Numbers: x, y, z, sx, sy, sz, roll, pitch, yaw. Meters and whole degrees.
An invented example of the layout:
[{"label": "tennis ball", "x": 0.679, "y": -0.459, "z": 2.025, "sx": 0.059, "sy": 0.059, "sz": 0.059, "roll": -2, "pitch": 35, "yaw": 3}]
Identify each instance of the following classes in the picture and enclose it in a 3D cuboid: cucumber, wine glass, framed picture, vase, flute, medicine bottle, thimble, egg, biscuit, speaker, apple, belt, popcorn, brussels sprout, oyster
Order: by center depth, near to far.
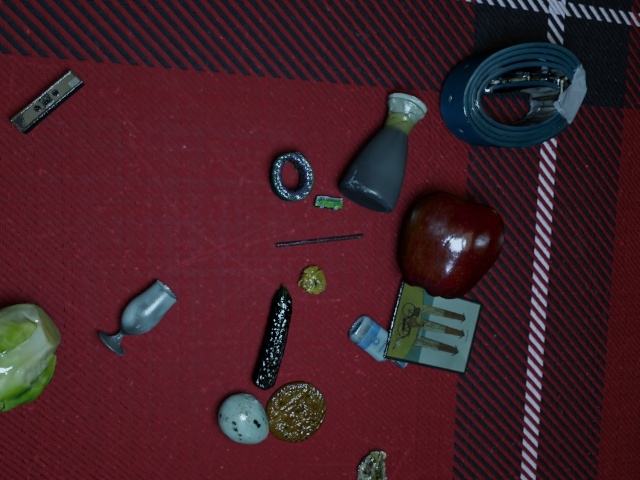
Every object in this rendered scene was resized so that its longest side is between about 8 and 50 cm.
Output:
[{"label": "brussels sprout", "x": -0.745, "y": 0.288, "z": 1.217, "sx": 0.294, "sy": 0.259, "sz": 0.227, "roll": -40, "pitch": 98, "yaw": -9}, {"label": "speaker", "x": -0.669, "y": -0.340, "z": 1.290, "sx": 0.191, "sy": 0.046, "sz": 0.040, "roll": -44, "pitch": 106, "yaw": -8}, {"label": "wine glass", "x": -0.473, "y": 0.199, "z": 1.376, "sx": 0.202, "sy": 0.093, "sz": 0.093, "roll": -44, "pitch": 105, "yaw": -9}, {"label": "thimble", "x": -0.083, "y": -0.175, "z": 1.457, "sx": 0.119, "sy": 0.090, "sz": 0.135, "roll": -18, "pitch": 99, "yaw": -15}, {"label": "egg", "x": -0.209, "y": 0.500, "z": 1.466, "sx": 0.164, "sy": 0.131, "sz": 0.131, "roll": 42, "pitch": 83, "yaw": -26}, {"label": "cucumber", "x": -0.130, "y": 0.273, "z": 1.495, "sx": 0.072, "sy": 0.072, "sz": 0.300, "roll": 14, "pitch": 91, "yaw": -17}, {"label": "vase", "x": 0.192, "y": -0.253, "z": 1.500, "sx": 0.173, "sy": 0.173, "sz": 0.321, "roll": 28, "pitch": 82, "yaw": -17}, {"label": "popcorn", "x": -0.020, "y": 0.118, "z": 1.510, "sx": 0.084, "sy": 0.084, "sz": 0.084, "roll": -2, "pitch": 96, "yaw": -17}, {"label": "apple", "x": 0.370, "y": 0.007, "z": 1.519, "sx": 0.288, "sy": 0.288, "sz": 0.316, "roll": 24, "pitch": 96, "yaw": -17}, {"label": "flute", "x": 0.000, "y": 0.000, "z": 1.539, "sx": 0.270, "sy": 0.014, "sz": 0.014, "roll": -6, "pitch": 97, "yaw": -16}, {"label": "biscuit", "x": -0.072, "y": 0.511, "z": 1.559, "sx": 0.188, "sy": 0.027, "sz": 0.187, "roll": -2, "pitch": 96, "yaw": -17}, {"label": "belt", "x": 0.585, "y": -0.434, "z": 1.591, "sx": 0.437, "sy": 0.173, "sz": 0.300, "roll": -11, "pitch": 107, "yaw": -12}, {"label": "medicine bottle", "x": 0.183, "y": 0.318, "z": 1.602, "sx": 0.208, "sy": 0.054, "sz": 0.090, "roll": 39, "pitch": 80, "yaw": -17}, {"label": "oyster", "x": 0.159, "y": 0.722, "z": 1.637, "sx": 0.108, "sy": 0.053, "sz": 0.165, "roll": -5, "pitch": 104, "yaw": -6}, {"label": "framed picture", "x": 0.359, "y": 0.277, "z": 1.645, "sx": 0.324, "sy": 0.013, "sz": 0.244, "roll": 17, "pitch": 85, "yaw": -23}]

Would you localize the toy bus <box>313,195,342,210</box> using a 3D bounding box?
[{"label": "toy bus", "x": 0.022, "y": -0.108, "z": 1.526, "sx": 0.083, "sy": 0.031, "sz": 0.037, "roll": 6, "pitch": 86, "yaw": -17}]
